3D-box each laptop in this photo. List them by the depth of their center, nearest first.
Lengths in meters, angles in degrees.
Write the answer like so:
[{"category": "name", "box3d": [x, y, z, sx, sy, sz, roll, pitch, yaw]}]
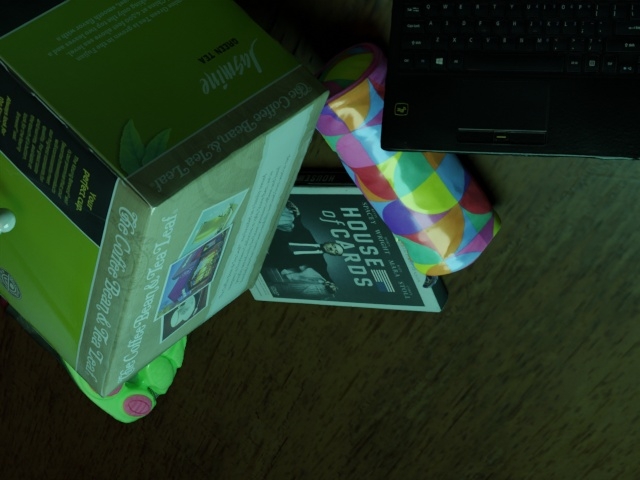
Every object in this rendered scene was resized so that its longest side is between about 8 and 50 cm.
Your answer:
[{"category": "laptop", "box3d": [0.152, -0.204, 1.097, 0.234, 0.265, 0.136, 3, 173, 18]}]

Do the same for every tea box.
[{"category": "tea box", "box3d": [-0.208, -0.091, 1.365, 0.323, 0.220, 0.329, 45, 146, 14]}]

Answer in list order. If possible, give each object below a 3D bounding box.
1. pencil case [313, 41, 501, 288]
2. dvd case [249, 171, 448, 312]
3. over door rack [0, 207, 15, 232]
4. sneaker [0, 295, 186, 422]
[{"category": "pencil case", "box3d": [0.072, -0.069, 1.372, 0.104, 0.104, 0.236, -10, 126, 41]}, {"category": "dvd case", "box3d": [0.000, 0.000, 1.553, 0.238, 0.030, 0.179, 2, 135, 33]}, {"category": "over door rack", "box3d": [-0.378, -0.078, 1.306, 0.239, 0.108, 0.324, 21, 120, 42]}, {"category": "sneaker", "box3d": [-0.328, 0.009, 1.701, 0.202, 0.185, 0.483, 4, 136, 56]}]
